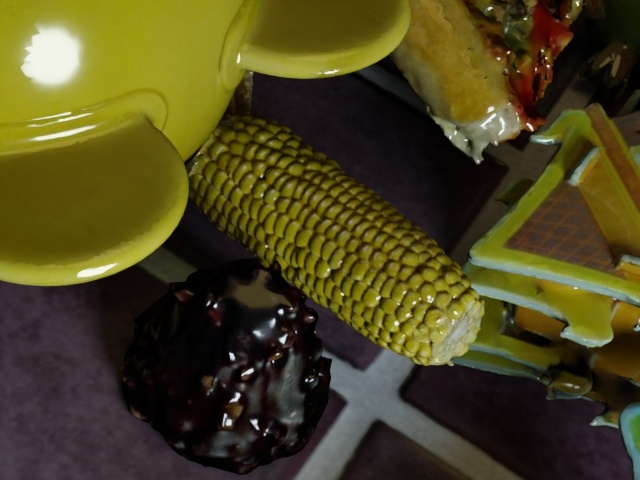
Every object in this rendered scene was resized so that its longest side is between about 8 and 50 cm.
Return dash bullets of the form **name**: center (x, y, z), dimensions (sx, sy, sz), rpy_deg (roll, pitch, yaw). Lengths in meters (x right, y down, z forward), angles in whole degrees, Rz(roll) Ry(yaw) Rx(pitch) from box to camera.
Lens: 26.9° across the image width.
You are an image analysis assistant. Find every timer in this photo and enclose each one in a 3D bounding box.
- **timer**: center (-0.177, -0.138, 0.853), dimensions (0.387, 0.376, 0.376), rpy_deg (29, 46, 20)

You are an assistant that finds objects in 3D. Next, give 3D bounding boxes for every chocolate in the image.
- **chocolate**: center (-0.048, 0.063, 0.887), dimensions (0.156, 0.133, 0.156), rpy_deg (11, 50, -13)

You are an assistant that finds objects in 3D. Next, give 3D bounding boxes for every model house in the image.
- **model house**: center (0.254, 0.081, 0.969), dimensions (0.313, 0.242, 0.357), rpy_deg (-14, 57, -10)

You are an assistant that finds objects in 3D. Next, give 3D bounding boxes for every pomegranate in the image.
- **pomegranate**: center (0.298, -0.195, 1.262), dimensions (0.114, 0.114, 0.142), rpy_deg (32, 72, 8)

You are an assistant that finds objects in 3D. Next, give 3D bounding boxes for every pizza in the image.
- **pizza**: center (0.126, -0.267, 1.099), dimensions (0.406, 0.130, 0.440), rpy_deg (-4, 63, -51)

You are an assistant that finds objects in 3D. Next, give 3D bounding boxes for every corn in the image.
- **corn**: center (0.003, -0.004, 0.936), dimensions (0.260, 0.091, 0.091), rpy_deg (39, 91, 31)

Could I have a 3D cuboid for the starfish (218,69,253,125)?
- **starfish**: center (-0.139, -0.291, 1.125), dimensions (0.398, 0.132, 0.384), rpy_deg (28, 62, 12)
